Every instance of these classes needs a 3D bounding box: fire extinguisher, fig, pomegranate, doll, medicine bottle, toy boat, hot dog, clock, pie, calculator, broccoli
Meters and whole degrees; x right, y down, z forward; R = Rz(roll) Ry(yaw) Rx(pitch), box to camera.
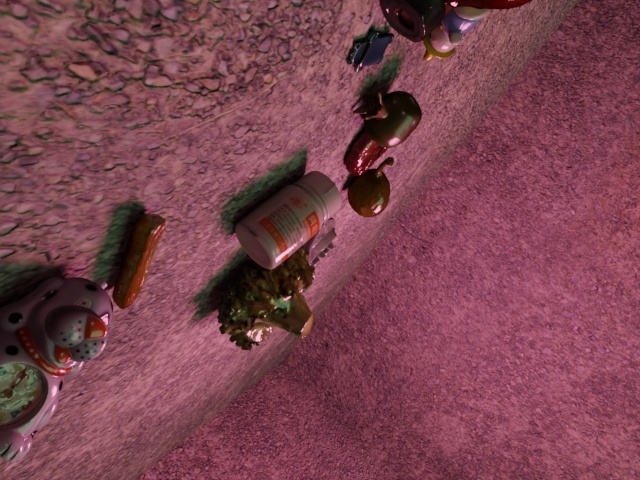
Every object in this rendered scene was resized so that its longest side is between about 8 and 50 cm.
[{"bbox_3d":[0.267,-0.555,0.864,0.376,0.113,0.200,-46,-150,1],"label":"fire extinguisher"},{"bbox_3d":[0.167,-0.195,1.487,0.151,0.151,0.259,-41,155,-26],"label":"fig"},{"bbox_3d":[0.166,-0.321,1.154,0.191,0.131,0.152,7,134,-47],"label":"pomegranate"},{"bbox_3d":[0.306,-0.501,1.039,0.098,0.135,0.241,-15,174,-18],"label":"doll"},{"bbox_3d":[-0.074,-0.056,1.102,0.252,0.144,0.144,-44,167,-27],"label":"medicine bottle"},{"bbox_3d":[0.000,0.000,1.607,0.141,0.092,0.320,-44,166,-21],"label":"toy boat"},{"bbox_3d":[-0.321,0.034,0.786,0.216,0.047,0.066,-57,178,34],"label":"hot dog"},{"bbox_3d":[-0.403,0.155,0.648,0.254,0.188,0.189,-47,168,-28],"label":"clock"},{"bbox_3d":[0.153,-0.283,1.358,0.204,0.054,0.218,-52,168,17],"label":"pie"},{"bbox_3d":[0.103,-0.394,0.938,0.141,0.019,0.094,-32,160,-44],"label":"calculator"},{"bbox_3d":[-0.153,0.168,1.368,0.334,0.271,0.324,79,15,-66],"label":"broccoli"}]

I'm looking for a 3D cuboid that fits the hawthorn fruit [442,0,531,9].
[{"bbox_3d":[0.234,-0.471,0.597,0.295,0.295,0.311,-35,161,-43],"label":"hawthorn fruit"}]
